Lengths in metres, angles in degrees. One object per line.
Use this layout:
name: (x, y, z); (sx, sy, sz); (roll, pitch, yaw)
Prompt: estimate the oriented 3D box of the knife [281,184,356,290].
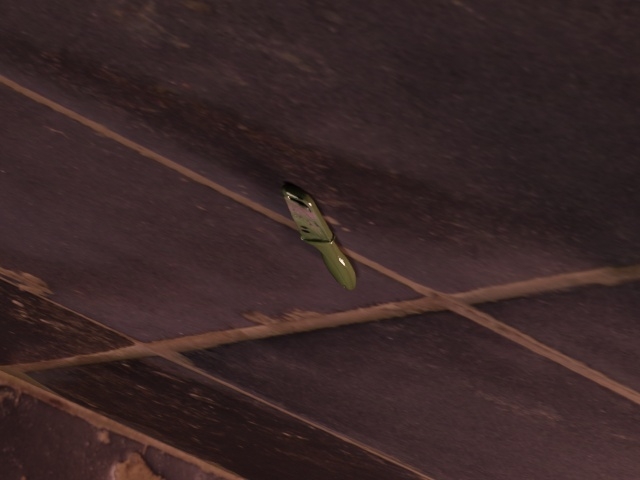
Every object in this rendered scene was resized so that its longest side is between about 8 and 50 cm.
knife: (0.000, 0.000, 1.409); (0.030, 0.014, 0.207); (17, 163, 18)
